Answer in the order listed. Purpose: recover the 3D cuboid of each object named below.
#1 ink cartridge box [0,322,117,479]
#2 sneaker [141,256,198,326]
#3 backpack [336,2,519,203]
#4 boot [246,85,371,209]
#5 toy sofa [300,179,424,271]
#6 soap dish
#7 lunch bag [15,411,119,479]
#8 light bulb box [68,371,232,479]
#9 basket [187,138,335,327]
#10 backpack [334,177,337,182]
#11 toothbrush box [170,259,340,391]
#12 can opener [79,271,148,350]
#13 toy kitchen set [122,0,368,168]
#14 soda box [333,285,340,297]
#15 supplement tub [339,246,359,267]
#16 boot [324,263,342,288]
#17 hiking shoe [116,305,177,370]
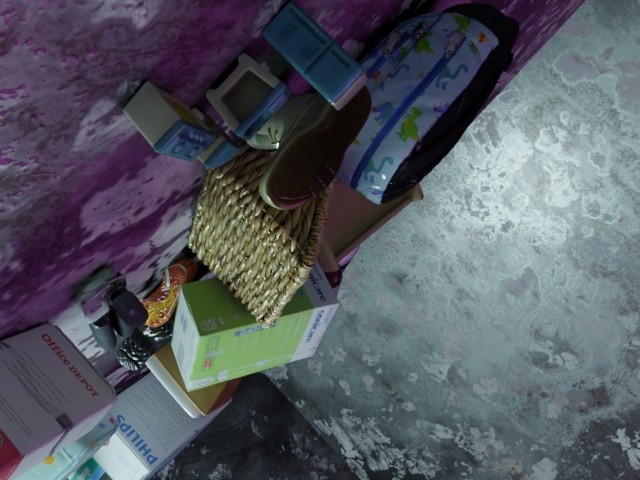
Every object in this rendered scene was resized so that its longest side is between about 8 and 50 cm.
[{"bbox_3d":[-0.405,0.217,0.796,0.092,0.158,0.218,-49,170,24],"label":"ink cartridge box"},{"bbox_3d":[-0.285,0.104,1.153,0.175,0.064,0.067,-47,175,27],"label":"sneaker"},{"bbox_3d":[0.149,-0.227,1.058,0.355,0.273,0.290,-64,-177,-22],"label":"backpack"},{"bbox_3d":[-0.046,-0.126,0.797,0.165,0.077,0.213,6,-127,45],"label":"boot"},{"bbox_3d":[0.054,-0.074,1.364,0.177,0.150,0.362,-7,-156,48],"label":"toy sofa"},{"bbox_3d":[-0.307,0.309,1.489,0.118,0.229,0.291,-42,172,-4],"label":"soap dish"},{"bbox_3d":[-0.616,0.504,1.407,0.279,0.108,0.224,-42,177,1],"label":"lunch bag"},{"bbox_3d":[-0.516,0.562,1.785,0.358,0.225,0.361,-49,171,35],"label":"light bulb box"},{"bbox_3d":[-0.062,-0.029,1.007,0.213,0.223,0.299,-39,170,-31],"label":"basket"},{"bbox_3d":[-0.014,-0.133,1.204,0.105,0.084,0.114,-39,174,-18],"label":"backpack"},{"bbox_3d":[-0.133,0.163,1.186,0.283,0.122,0.206,-10,144,-26],"label":"toothbrush box"},{"bbox_3d":[-0.327,0.133,0.975,0.076,0.095,0.283,-39,171,-26],"label":"can opener"},{"bbox_3d":[-0.071,-0.158,0.649,0.207,0.122,0.166,-45,172,9],"label":"toy kitchen set"},{"bbox_3d":[-0.060,0.109,1.509,0.069,0.216,0.073,44,57,-49],"label":"soda box"},{"bbox_3d":[0.000,0.000,1.562,0.191,0.191,0.272,-41,172,-19],"label":"supplement tub"},{"bbox_3d":[-0.125,0.094,1.333,0.280,0.264,0.096,-20,115,-49],"label":"boot"},{"bbox_3d":[-0.330,0.168,1.270,0.227,0.086,0.114,-41,-172,5],"label":"hiking shoe"}]
